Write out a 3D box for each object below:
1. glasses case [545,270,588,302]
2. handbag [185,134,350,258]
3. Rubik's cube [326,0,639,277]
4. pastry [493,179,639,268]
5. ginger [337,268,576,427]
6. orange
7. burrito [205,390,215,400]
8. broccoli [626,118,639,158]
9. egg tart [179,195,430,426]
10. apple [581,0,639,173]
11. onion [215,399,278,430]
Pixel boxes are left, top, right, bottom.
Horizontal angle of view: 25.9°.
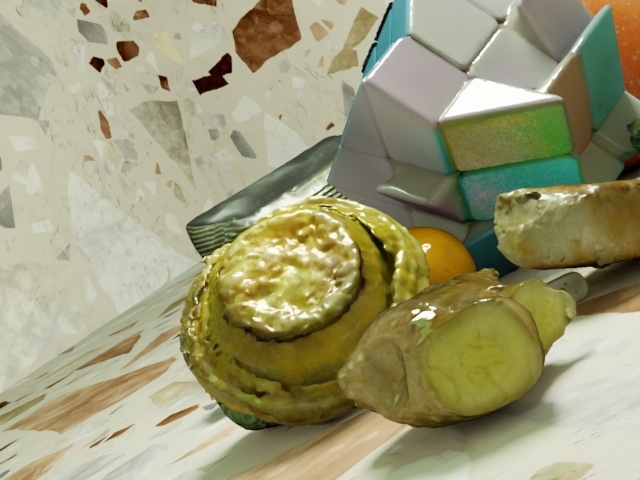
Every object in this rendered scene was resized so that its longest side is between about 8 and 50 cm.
[{"bbox_3d":[0.242,0.061,1.467,0.083,0.032,0.021,-27,8,3],"label":"glasses case"},{"bbox_3d":[0.000,0.000,2.062,0.341,0.240,0.247,-32,11,-26],"label":"handbag"},{"bbox_3d":[0.209,-0.158,1.777,0.358,0.368,0.387,-54,-6,-25],"label":"Rubik's cube"},{"bbox_3d":[0.288,-0.016,1.467,0.192,0.093,0.182,-4,-1,-29],"label":"pastry"},{"bbox_3d":[0.131,0.096,1.292,0.219,0.123,0.270,-22,-2,17],"label":"ginger"},{"bbox_3d":[0.113,0.057,1.654,0.156,0.124,0.156,-28,25,14],"label":"orange"},{"bbox_3d":[0.006,0.096,1.884,0.392,0.076,0.117,-28,47,-13],"label":"burrito"},{"bbox_3d":[0.467,-0.156,1.711,0.167,0.160,0.154,-27,-22,30],"label":"broccoli"},{"bbox_3d":[-0.021,0.060,1.530,0.294,0.294,0.123,-29,-33,-6],"label":"egg tart"},{"bbox_3d":[0.418,-0.244,2.065,0.348,0.277,0.348,-28,6,3],"label":"apple"},{"bbox_3d":[-0.062,0.159,1.613,0.117,0.118,0.118,-1,18,24],"label":"onion"}]
